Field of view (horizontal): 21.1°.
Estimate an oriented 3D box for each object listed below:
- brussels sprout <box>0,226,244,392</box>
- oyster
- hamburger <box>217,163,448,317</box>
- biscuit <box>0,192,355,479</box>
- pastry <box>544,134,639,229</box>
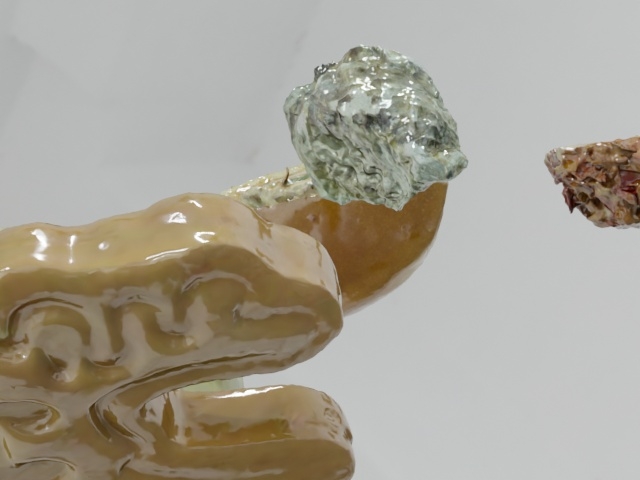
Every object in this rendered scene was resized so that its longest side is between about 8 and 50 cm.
[{"bbox_3d":[-0.145,0.128,0.793,0.243,0.273,0.316,-23,-26,-25],"label":"brussels sprout"},{"bbox_3d":[0.018,-0.048,0.819,0.037,0.098,0.100,-8,-26,-41],"label":"oyster"},{"bbox_3d":[0.000,0.000,1.621,0.283,0.156,0.144,-15,3,20],"label":"hamburger"},{"bbox_3d":[-0.109,0.048,0.483,0.236,0.040,0.144,-7,-49,-3],"label":"biscuit"},{"bbox_3d":[0.211,-0.033,0.990,0.169,0.063,0.087,-7,0,-20],"label":"pastry"}]
